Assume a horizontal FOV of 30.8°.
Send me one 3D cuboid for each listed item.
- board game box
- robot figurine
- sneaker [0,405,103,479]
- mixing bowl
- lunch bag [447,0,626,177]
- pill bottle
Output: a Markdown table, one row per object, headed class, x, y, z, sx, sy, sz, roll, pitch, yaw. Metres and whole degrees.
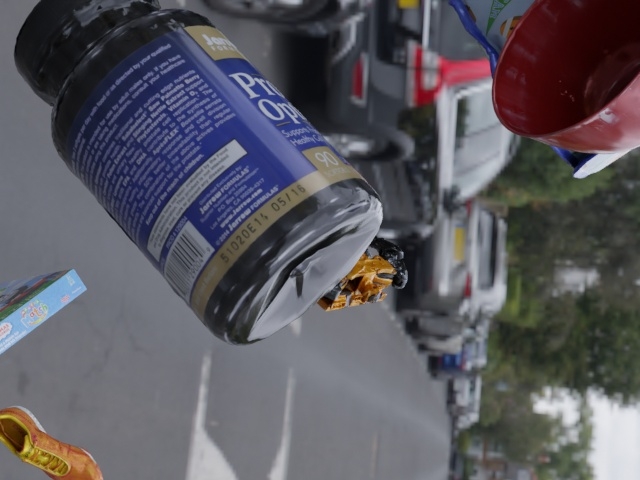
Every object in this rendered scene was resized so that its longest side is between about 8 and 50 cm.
| class | x | y | z | sx | sy | sz | roll | pitch | yaw |
| --- | --- | --- | --- | --- | --- | --- | --- | --- | --- |
| board game box | -0.427 | 0.103 | 1.544 | 0.160 | 0.211 | 0.039 | -41 | 108 | -36 |
| robot figurine | 0.000 | 0.000 | 1.768 | 0.211 | 0.291 | 0.085 | -8 | 136 | -40 |
| sneaker | -0.375 | 0.292 | 1.574 | 0.064 | 0.175 | 0.067 | -59 | 176 | 13 |
| mixing bowl | 0.244 | -0.141 | 0.971 | 0.098 | 0.181 | 0.181 | 33 | 50 | -30 |
| lunch bag | 0.433 | -0.271 | 1.664 | 0.385 | 0.328 | 0.239 | 39 | 25 | -46 |
| pill bottle | -0.077 | -0.055 | 0.676 | 0.123 | 0.219 | 0.123 | -38 | 163 | -14 |
